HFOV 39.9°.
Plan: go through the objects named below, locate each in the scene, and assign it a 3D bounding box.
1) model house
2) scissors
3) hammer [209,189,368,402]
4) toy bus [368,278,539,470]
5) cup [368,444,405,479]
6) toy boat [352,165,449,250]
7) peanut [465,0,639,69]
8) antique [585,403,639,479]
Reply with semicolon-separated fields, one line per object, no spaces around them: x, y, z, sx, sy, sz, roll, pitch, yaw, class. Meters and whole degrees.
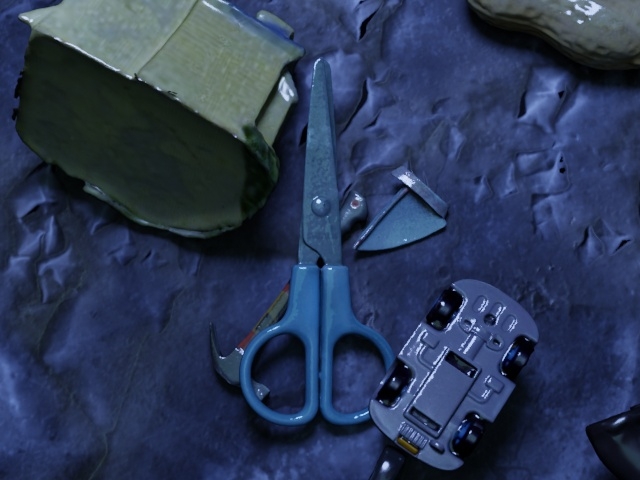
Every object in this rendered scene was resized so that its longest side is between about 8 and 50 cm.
-0.177;-0.195;1.078;0.321;0.261;0.266;29;57;-9;model house
0.000;0.000;1.070;0.192;0.029;0.447;1;88;-9;scissors
-0.032;0.060;1.100;0.111;0.033;0.288;37;84;8;hammer
0.149;0.157;1.016;0.126;0.136;0.209;34;76;9;toy bus
0.038;0.334;0.978;0.169;0.176;0.223;26;80;10;cup
0.096;-0.021;1.107;0.096;0.034;0.122;41;91;-4;toy boat
0.311;-0.294;1.102;0.274;0.111;0.125;26;68;4;peanut
0.475;0.271;0.963;0.322;0.185;0.255;-21;73;1;antique
